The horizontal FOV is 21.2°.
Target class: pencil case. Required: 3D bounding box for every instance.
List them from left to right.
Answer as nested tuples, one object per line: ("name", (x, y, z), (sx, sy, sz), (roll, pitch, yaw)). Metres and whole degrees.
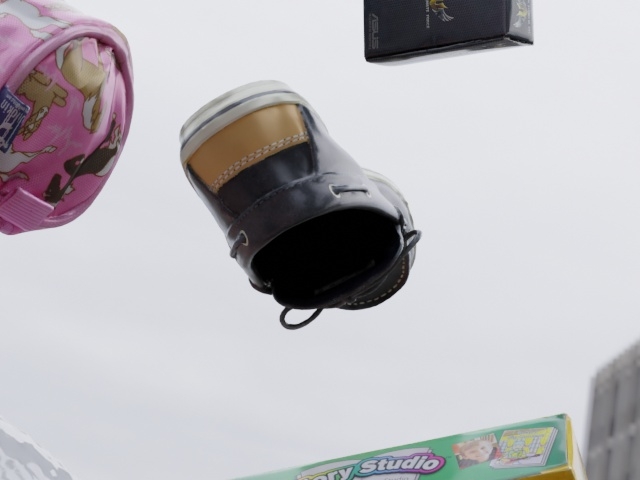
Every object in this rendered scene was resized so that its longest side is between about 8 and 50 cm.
("pencil case", (-0.326, -0.142, 1.252), (0.386, 0.167, 0.160), (25, -57, 24))

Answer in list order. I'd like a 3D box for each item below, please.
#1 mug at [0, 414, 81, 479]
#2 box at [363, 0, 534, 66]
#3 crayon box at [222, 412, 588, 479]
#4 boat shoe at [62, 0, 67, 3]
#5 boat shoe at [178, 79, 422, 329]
("mug", (-0.316, 0.288, 1.211), (0.328, 0.374, 0.276), (34, -17, -23))
("box", (0.128, -0.304, 1.758), (0.183, 0.233, 0.059), (-3, -4, 40))
("crayon box", (0.086, 0.340, 1.549), (0.363, 0.106, 0.313), (-13, -65, 13))
("boat shoe", (-0.269, -0.118, 1.411), (0.094, 0.302, 0.109), (34, -41, -28))
("boat shoe", (0.000, 0.000, 1.728), (0.187, 0.156, 0.500), (-30, -22, 4))
